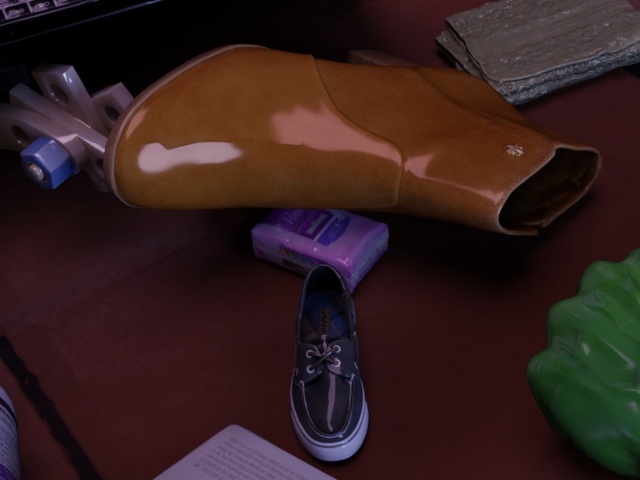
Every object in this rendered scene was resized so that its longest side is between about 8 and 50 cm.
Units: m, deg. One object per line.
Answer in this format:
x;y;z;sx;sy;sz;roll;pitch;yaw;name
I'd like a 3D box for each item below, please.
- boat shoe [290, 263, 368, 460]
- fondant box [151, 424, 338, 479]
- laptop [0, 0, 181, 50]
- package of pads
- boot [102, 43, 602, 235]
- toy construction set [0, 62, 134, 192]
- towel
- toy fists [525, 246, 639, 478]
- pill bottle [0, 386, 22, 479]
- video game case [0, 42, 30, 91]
0.002;0.074;1.092;0.049;0.040;0.142;-7;44;3;boat shoe
-0.077;0.248;0.828;0.330;0.096;0.238;-33;37;-31;fondant box
-0.176;-0.277;1.306;0.382;0.236;0.408;-17;63;-15;laptop
0.000;0.000;1.174;0.083;0.032;0.050;20;48;27;package of pads
0.030;-0.054;1.127;0.295;0.104;0.211;-19;36;-41;boot
-0.277;-0.026;1.131;0.328;0.215;0.151;-30;83;-31;toy construction set
0.170;-0.151;1.299;0.148;0.027;0.110;-21;44;-9;towel
0.252;0.048;1.038;0.279;0.096;0.142;-29;57;-20;toy fists
-0.230;0.140;1.021;0.108;0.108;0.193;-13;44;-3;pill bottle
-0.358;-0.192;1.439;0.196;0.026;0.274;-16;45;-6;video game case
